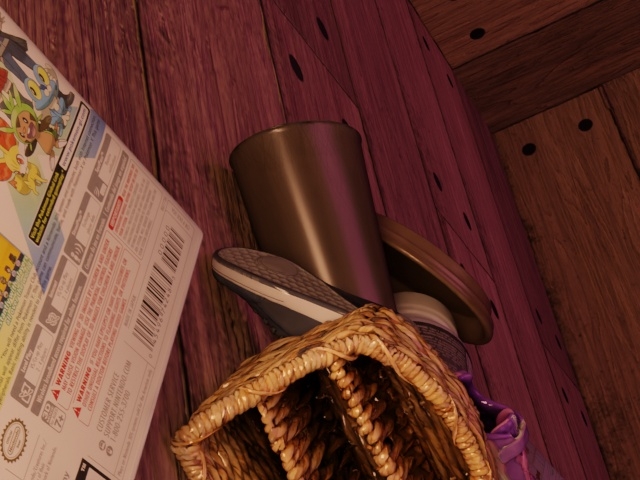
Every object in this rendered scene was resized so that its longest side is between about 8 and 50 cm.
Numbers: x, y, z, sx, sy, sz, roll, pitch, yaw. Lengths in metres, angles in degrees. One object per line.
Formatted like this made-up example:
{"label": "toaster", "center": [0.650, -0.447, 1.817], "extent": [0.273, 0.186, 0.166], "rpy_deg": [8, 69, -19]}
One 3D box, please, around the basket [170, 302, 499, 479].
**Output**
{"label": "basket", "center": [0.044, 0.229, 1.029], "extent": [0.299, 0.213, 0.223], "rpy_deg": [65, 16, -4]}

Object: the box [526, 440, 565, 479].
{"label": "box", "center": [0.254, 0.366, 1.541], "extent": [0.231, 0.127, 0.262], "rpy_deg": [48, 16, 4]}

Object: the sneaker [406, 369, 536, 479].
{"label": "sneaker", "center": [0.175, 0.223, 1.155], "extent": [0.236, 0.104, 0.095], "rpy_deg": [47, 29, -3]}

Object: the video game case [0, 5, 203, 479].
{"label": "video game case", "center": [-0.197, 0.039, 0.694], "extent": [0.300, 0.036, 0.329], "rpy_deg": [52, 39, -42]}

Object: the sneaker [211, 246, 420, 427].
{"label": "sneaker", "center": [-0.032, 0.115, 1.187], "extent": [0.226, 0.163, 0.086], "rpy_deg": [26, 21, 7]}

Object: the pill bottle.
{"label": "pill bottle", "center": [0.105, 0.191, 1.365], "extent": [0.162, 0.162, 0.278], "rpy_deg": [59, 18, -26]}

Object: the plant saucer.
{"label": "plant saucer", "center": [0.115, 0.042, 1.514], "extent": [0.278, 0.041, 0.278], "rpy_deg": [33, -13, 9]}

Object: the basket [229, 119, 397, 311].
{"label": "basket", "center": [0.000, 0.000, 1.332], "extent": [0.204, 0.154, 0.227], "rpy_deg": [27, 46, -69]}
